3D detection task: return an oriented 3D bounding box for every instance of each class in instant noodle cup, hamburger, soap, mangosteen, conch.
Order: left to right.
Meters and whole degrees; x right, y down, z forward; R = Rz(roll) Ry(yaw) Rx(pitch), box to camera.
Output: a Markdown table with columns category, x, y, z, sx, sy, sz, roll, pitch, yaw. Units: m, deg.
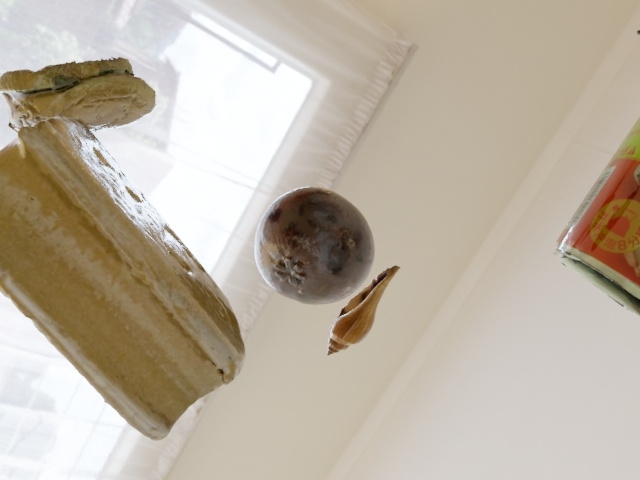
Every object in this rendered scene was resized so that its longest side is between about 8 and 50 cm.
| category | x | y | z | sx | sy | sz | roll | pitch | yaw |
| --- | --- | --- | --- | --- | --- | --- | --- | --- | --- |
| hamburger | -0.479 | -0.276 | 1.062 | 0.265 | 0.285 | 0.134 | 9 | -64 | 46 |
| soap | -0.250 | 0.026 | 0.632 | 0.156 | 0.335 | 0.293 | -38 | -164 | -8 |
| mangosteen | 0.000 | 0.000 | 1.051 | 0.235 | 0.235 | 0.261 | -45 | -178 | 36 |
| conch | 0.120 | 0.199 | 1.461 | 0.330 | 0.093 | 0.109 | -48 | -173 | 14 |
| instant noodle cup | 0.450 | -0.050 | 0.617 | 0.308 | 0.294 | 0.294 | -54 | -151 | 9 |

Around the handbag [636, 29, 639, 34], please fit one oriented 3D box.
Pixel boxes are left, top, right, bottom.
| category | x | y | z | sx | sy | sz | roll | pitch | yaw |
| --- | --- | --- | --- | --- | --- | --- | --- | --- | --- |
| handbag | 0.569 | -0.371 | 0.869 | 0.111 | 0.047 | 0.072 | -48 | 166 | 6 |
